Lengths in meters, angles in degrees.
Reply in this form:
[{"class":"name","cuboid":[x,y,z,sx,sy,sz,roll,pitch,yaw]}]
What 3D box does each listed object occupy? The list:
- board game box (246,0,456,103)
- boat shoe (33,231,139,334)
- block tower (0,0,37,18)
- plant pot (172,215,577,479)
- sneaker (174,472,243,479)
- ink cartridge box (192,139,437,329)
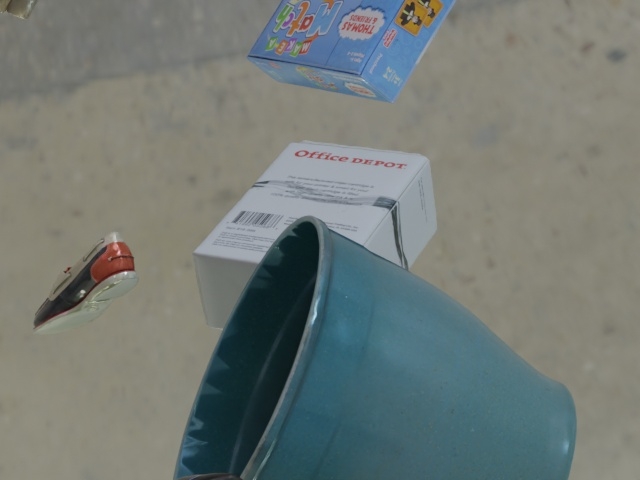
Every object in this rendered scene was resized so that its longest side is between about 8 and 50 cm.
[{"class":"board game box","cuboid":[0.051,-0.198,1.360,0.039,0.160,0.211,37,80,-30]},{"class":"boat shoe","cuboid":[-0.196,0.039,1.625,0.049,0.043,0.137,-8,161,-42]},{"class":"block tower","cuboid":[-0.317,-0.241,1.225,0.335,0.091,0.097,17,115,-38]},{"class":"plant pot","cuboid":[0.051,0.154,1.578,0.255,0.271,0.271,24,115,-14]},{"class":"sneaker","cuboid":[-0.114,0.239,1.239,0.081,0.232,0.090,39,142,-18]},{"class":"ink cartridge box","cuboid":[0.000,0.000,1.823,0.153,0.208,0.087,8,126,25]}]
